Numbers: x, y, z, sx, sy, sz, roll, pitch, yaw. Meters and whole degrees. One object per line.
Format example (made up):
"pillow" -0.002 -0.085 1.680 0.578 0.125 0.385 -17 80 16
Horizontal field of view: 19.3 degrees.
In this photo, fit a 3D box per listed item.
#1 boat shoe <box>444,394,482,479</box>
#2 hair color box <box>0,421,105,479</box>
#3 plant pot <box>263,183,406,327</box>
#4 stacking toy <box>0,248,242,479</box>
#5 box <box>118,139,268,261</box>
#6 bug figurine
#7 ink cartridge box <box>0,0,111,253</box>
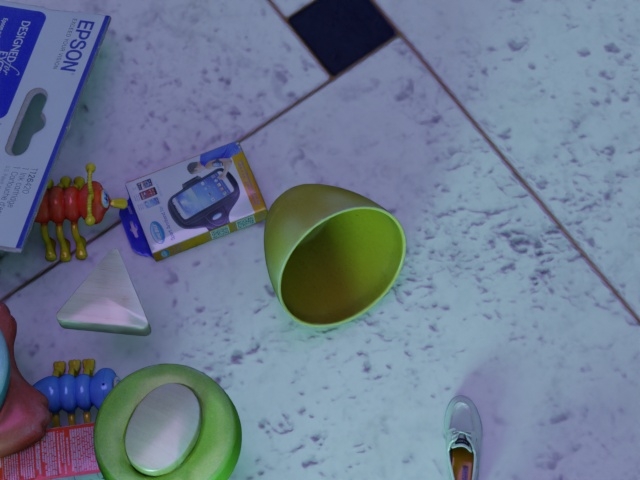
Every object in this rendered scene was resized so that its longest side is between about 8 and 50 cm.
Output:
"boat shoe" 0.130 0.188 1.724 0.035 0.035 0.100 2 69 5
"hair color box" -0.246 0.207 1.710 0.167 0.093 0.053 -7 68 0
"plant pot" 0.000 0.000 1.768 0.134 0.134 0.095 -31 44 -8
"stacking toy" -0.233 0.145 1.614 0.279 0.130 0.309 -32 69 -9
"box" -0.127 -0.036 1.832 0.136 0.028 0.081 -21 69 -7
"bug figurine" -0.283 0.060 1.781 0.216 0.072 0.279 -8 69 1
"ink cartridge box" -0.387 -0.113 1.826 0.307 0.072 0.303 11 54 7
